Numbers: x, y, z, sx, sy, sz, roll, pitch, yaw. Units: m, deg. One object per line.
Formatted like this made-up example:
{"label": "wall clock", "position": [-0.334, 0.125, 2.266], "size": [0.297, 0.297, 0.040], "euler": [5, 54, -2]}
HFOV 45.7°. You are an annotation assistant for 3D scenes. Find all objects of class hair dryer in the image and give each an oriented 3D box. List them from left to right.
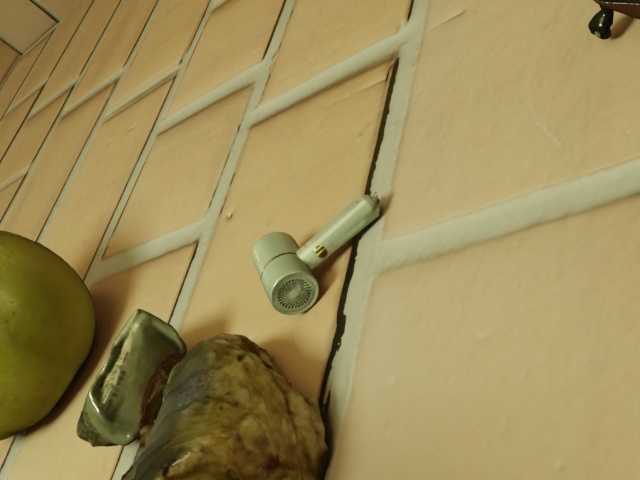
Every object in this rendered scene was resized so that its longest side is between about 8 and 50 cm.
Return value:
{"label": "hair dryer", "position": [0.000, 0.000, 0.705], "size": [0.137, 0.047, 0.082], "euler": [-40, 33, 8]}

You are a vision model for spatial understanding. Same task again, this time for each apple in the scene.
{"label": "apple", "position": [-0.425, 0.116, 0.942], "size": [0.279, 0.279, 0.279], "euler": [-32, 37, 28]}

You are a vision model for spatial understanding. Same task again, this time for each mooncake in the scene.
{"label": "mooncake", "position": [-0.186, 0.144, 0.753], "size": [0.130, 0.073, 0.125], "euler": [-64, 8, -26]}

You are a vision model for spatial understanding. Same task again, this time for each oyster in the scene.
{"label": "oyster", "position": [-0.084, 0.168, 0.577], "size": [0.166, 0.110, 0.341], "euler": [-32, 24, 19]}

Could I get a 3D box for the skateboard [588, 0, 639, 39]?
{"label": "skateboard", "position": [0.251, -0.184, 0.534], "size": [0.067, 0.080, 0.151], "euler": [-47, 34, -3]}
